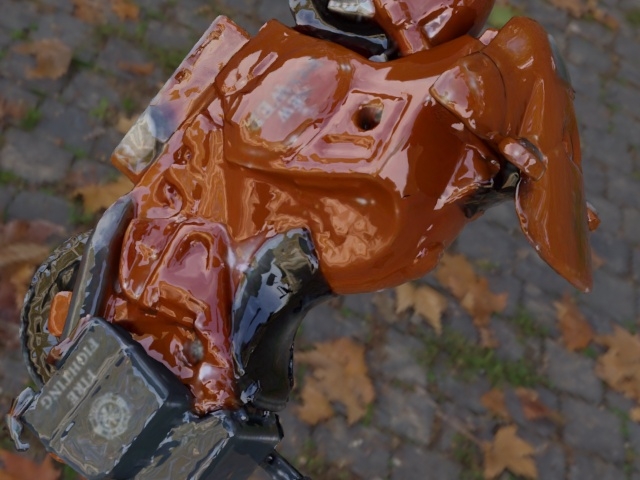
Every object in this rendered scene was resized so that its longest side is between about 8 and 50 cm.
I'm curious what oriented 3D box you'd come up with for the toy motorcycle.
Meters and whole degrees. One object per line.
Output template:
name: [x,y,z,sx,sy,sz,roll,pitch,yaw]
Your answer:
toy motorcycle: [0.000,0.000,0.630,0.221,0.325,0.148,41,7,24]
